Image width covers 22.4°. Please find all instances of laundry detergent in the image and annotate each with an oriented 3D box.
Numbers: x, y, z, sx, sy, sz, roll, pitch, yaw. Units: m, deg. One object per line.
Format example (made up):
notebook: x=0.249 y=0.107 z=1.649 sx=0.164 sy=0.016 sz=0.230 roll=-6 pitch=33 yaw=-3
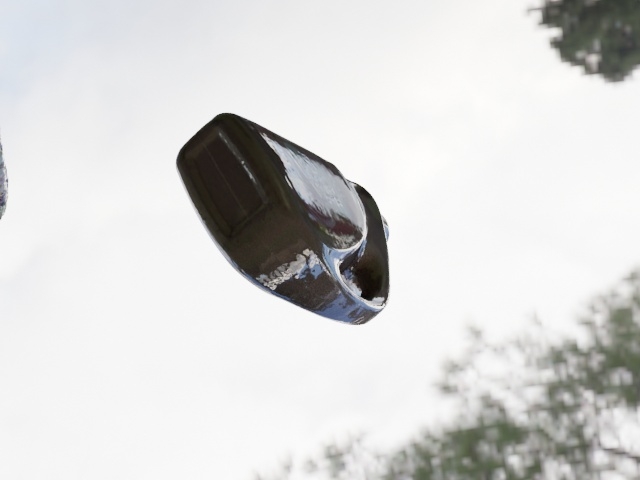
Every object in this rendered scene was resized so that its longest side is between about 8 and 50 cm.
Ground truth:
laundry detergent: x=0.000 y=0.000 z=1.267 sx=0.076 sy=0.237 sz=0.171 roll=-40 pitch=-120 yaw=16

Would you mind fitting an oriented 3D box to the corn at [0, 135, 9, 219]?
corn: x=-0.360 y=-0.115 z=1.574 sx=0.092 sy=0.280 sz=0.092 roll=1 pitch=-129 yaw=-1
